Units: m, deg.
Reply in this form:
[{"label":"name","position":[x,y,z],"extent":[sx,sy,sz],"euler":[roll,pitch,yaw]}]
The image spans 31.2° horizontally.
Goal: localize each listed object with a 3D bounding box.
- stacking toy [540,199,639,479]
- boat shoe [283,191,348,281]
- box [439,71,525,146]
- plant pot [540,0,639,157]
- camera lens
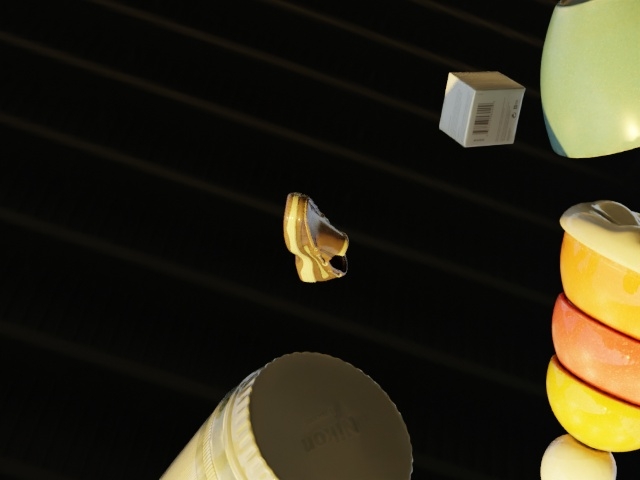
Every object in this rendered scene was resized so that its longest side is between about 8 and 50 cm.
[{"label":"stacking toy","position":[0.470,0.206,1.800],"extent":[0.351,0.479,0.350],"euler":[18,-165,-5]},{"label":"boat shoe","position":[0.001,-0.007,1.942],"extent":[0.095,0.257,0.095],"euler":[3,-112,10]},{"label":"box","position":[0.263,-0.216,1.875],"extent":[0.102,0.101,0.087],"euler":[-6,-151,-26]},{"label":"plant pot","position":[0.432,-0.271,1.627],"extent":[0.290,0.290,0.195],"euler":[-45,-65,-47]},{"label":"camera lens","position":[-0.051,0.278,1.272],"extent":[0.219,0.274,0.219],"euler":[19,-136,-20]}]
